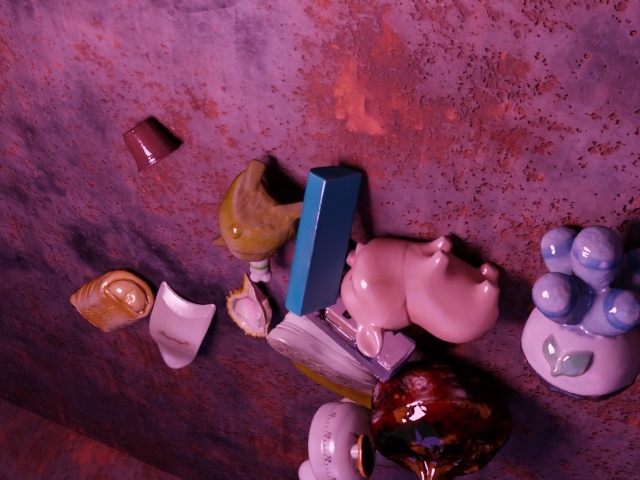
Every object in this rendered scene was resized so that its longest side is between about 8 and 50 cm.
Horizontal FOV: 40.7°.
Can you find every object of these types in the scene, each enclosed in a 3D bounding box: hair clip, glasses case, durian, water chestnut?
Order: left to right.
[{"bbox_3d":[-0.406,0.260,2.480,0.172,0.113,0.282,24,145,6],"label":"hair clip"},{"bbox_3d":[-0.173,0.153,2.214,0.140,0.078,0.224,27,137,25],"label":"durian"},{"bbox_3d":[0.001,-0.001,1.736,0.070,0.117,0.301,28,118,37],"label":"glasses case"},{"bbox_3d":[0.277,0.453,2.018,0.335,0.347,0.335,2,141,2],"label":"water chestnut"}]

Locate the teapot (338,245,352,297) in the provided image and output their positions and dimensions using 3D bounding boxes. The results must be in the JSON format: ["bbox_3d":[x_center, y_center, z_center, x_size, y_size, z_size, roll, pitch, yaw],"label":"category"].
[{"bbox_3d":[0.007,0.064,1.896,0.148,0.146,0.116,44,143,-21],"label":"teapot"}]

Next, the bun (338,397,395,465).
[{"bbox_3d":[0.140,0.546,2.422,0.259,0.160,0.259,20,147,13],"label":"bun"}]

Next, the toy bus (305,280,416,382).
[{"bbox_3d":[0.069,0.195,1.978,0.317,0.112,0.138,40,155,22],"label":"toy bus"}]

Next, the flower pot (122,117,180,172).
[{"bbox_3d":[-0.373,-0.212,1.866,0.111,0.111,0.089,-18,109,47],"label":"flower pot"}]

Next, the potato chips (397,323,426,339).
[{"bbox_3d":[0.155,0.175,2.013,0.195,0.062,0.208,22,148,13],"label":"potato chips"}]

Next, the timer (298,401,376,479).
[{"bbox_3d":[0.038,0.537,2.233,0.240,0.233,0.233,-8,133,27],"label":"timer"}]

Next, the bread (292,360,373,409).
[{"bbox_3d":[0.090,0.359,2.252,0.384,0.112,0.166,29,146,-2],"label":"bread"}]

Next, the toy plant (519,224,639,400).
[{"bbox_3d":[0.490,0.104,1.559,0.247,0.247,0.332,15,137,20],"label":"toy plant"}]

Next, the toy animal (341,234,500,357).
[{"bbox_3d":[0.202,0.106,1.775,0.326,0.237,0.269,33,118,-1],"label":"toy animal"}]

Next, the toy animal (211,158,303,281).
[{"bbox_3d":[-0.137,-0.034,1.875,0.181,0.180,0.363,36,168,2],"label":"toy animal"}]

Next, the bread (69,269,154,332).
[{"bbox_3d":[-0.589,0.171,2.487,0.173,0.121,0.311,46,143,-18],"label":"bread"}]

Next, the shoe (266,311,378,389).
[{"bbox_3d":[0.028,0.248,2.122,0.316,0.159,0.124,28,155,-20],"label":"shoe"}]
